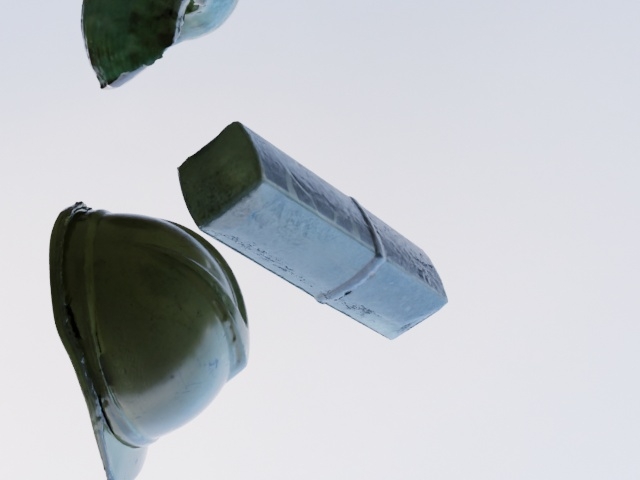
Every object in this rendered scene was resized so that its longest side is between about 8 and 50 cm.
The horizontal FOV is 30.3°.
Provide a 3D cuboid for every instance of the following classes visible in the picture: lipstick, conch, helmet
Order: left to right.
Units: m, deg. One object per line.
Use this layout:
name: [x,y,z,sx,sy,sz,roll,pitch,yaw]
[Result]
conch: [-0.160,-0.242,1.168,0.122,0.176,0.188,36,-155,5]
helmet: [-0.131,0.083,1.037,0.137,0.258,0.204,-9,-157,8]
lipstick: [0.000,0.000,0.969,0.076,0.289,0.077,-36,-127,19]
